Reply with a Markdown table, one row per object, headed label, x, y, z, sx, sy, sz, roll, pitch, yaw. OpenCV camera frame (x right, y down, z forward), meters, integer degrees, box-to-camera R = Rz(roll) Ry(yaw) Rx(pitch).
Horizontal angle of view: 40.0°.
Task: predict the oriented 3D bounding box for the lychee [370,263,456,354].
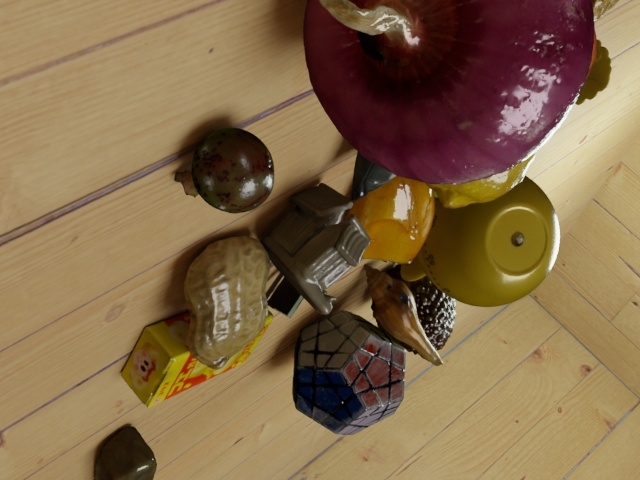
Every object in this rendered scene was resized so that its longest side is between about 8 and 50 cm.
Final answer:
| label | x | y | z | sx | sy | sz | roll | pitch | yaw |
| --- | --- | --- | --- | --- | --- | --- | --- | --- | --- |
| lychee | 0.255 | 0.183 | 2.362 | 0.236 | 0.271 | 0.235 | -14 | 136 | -14 |

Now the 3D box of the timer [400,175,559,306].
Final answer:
| label | x | y | z | sx | sy | sz | roll | pitch | yaw |
| --- | --- | --- | --- | --- | --- | --- | --- | --- | --- |
| timer | 0.383 | -0.016 | 2.124 | 0.376 | 0.376 | 0.387 | -41 | -163 | -10 |

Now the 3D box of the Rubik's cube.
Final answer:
| label | x | y | z | sx | sy | sz | roll | pitch | yaw |
| --- | --- | --- | --- | --- | --- | --- | --- | --- | --- |
| Rubik's cube | 0.067 | 0.332 | 2.204 | 0.319 | 0.319 | 0.264 | -56 | 172 | 31 |

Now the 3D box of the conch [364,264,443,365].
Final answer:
| label | x | y | z | sx | sy | sz | roll | pitch | yaw |
| --- | --- | --- | --- | --- | --- | --- | --- | --- | --- |
| conch | 0.210 | 0.189 | 2.197 | 0.109 | 0.330 | 0.093 | -43 | -174 | -34 |

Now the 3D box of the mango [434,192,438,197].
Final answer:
| label | x | y | z | sx | sy | sz | roll | pitch | yaw |
| --- | --- | --- | --- | --- | --- | --- | --- | --- | --- |
| mango | 0.322 | -0.181 | 1.879 | 0.273 | 0.149 | 0.185 | -30 | 163 | -7 |

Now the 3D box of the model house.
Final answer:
| label | x | y | z | sx | sy | sz | roll | pitch | yaw |
| --- | --- | --- | --- | --- | --- | --- | --- | --- | --- |
| model house | -0.008 | 0.001 | 1.548 | 0.188 | 0.229 | 0.122 | -50 | 132 | 2 |

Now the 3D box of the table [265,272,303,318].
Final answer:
| label | x | y | z | sx | sy | sz | roll | pitch | yaw |
| --- | --- | --- | --- | --- | --- | --- | --- | --- | --- |
| table | -0.048 | 0.078 | 1.759 | 0.146 | 0.062 | 0.175 | -56 | 160 | -3 |

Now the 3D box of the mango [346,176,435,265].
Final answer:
| label | x | y | z | sx | sy | sz | roll | pitch | yaw |
| --- | --- | --- | --- | --- | --- | --- | --- | --- | --- |
| mango | 0.147 | -0.074 | 1.769 | 0.187 | 0.138 | 0.257 | -4 | 139 | -18 |

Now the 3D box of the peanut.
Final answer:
| label | x | y | z | sx | sy | sz | roll | pitch | yaw |
| --- | --- | --- | --- | --- | --- | --- | --- | --- | --- |
| peanut | -0.161 | 0.107 | 1.500 | 0.197 | 0.110 | 0.233 | -25 | 120 | -56 |

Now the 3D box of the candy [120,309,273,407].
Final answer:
| label | x | y | z | sx | sy | sz | roll | pitch | yaw |
| --- | --- | --- | --- | --- | --- | --- | --- | --- | --- |
| candy | -0.226 | 0.197 | 1.647 | 0.276 | 0.088 | 0.146 | -21 | 151 | -50 |

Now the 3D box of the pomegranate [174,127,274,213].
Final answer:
| label | x | y | z | sx | sy | sz | roll | pitch | yaw |
| --- | --- | --- | --- | --- | --- | --- | --- | --- | --- |
| pomegranate | -0.124 | -0.090 | 1.208 | 0.130 | 0.130 | 0.130 | -38 | 160 | -17 |

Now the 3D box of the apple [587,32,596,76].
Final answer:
| label | x | y | z | sx | sy | sz | roll | pitch | yaw |
| --- | --- | --- | --- | --- | --- | --- | --- | --- | --- |
| apple | 0.439 | -0.361 | 1.706 | 0.209 | 0.164 | 0.209 | -33 | 153 | -19 |

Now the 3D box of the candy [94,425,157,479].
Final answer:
| label | x | y | z | sx | sy | sz | roll | pitch | yaw |
| --- | --- | --- | --- | --- | --- | --- | --- | --- | --- |
| candy | -0.413 | 0.488 | 1.856 | 0.102 | 0.104 | 0.234 | -27 | 155 | -29 |

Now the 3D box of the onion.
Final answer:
| label | x | y | z | sx | sy | sz | roll | pitch | yaw |
| --- | --- | --- | --- | --- | --- | --- | --- | --- | --- |
| onion | 0.133 | -0.232 | 1.055 | 0.345 | 0.358 | 0.358 | -42 | 163 | -36 |

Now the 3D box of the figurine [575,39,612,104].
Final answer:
| label | x | y | z | sx | sy | sz | roll | pitch | yaw |
| --- | --- | --- | --- | --- | --- | --- | --- | --- | --- |
| figurine | 0.551 | -0.374 | 1.939 | 0.187 | 0.168 | 0.315 | -5 | -175 | 21 |

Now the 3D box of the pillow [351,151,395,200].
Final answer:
| label | x | y | z | sx | sy | sz | roll | pitch | yaw |
| --- | --- | --- | --- | --- | --- | --- | --- | --- | --- |
| pillow | 0.135 | -0.196 | 1.524 | 0.186 | 0.106 | 0.250 | -48 | 170 | -43 |

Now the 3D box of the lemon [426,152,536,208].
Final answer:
| label | x | y | z | sx | sy | sz | roll | pitch | yaw |
| --- | --- | --- | --- | --- | --- | --- | --- | --- | --- |
| lemon | 0.290 | -0.193 | 1.641 | 0.288 | 0.234 | 0.233 | -65 | 159 | 1 |

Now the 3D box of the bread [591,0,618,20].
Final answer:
| label | x | y | z | sx | sy | sz | roll | pitch | yaw |
| --- | --- | --- | --- | --- | --- | --- | --- | --- | --- |
| bread | 0.605 | -0.520 | 1.887 | 0.132 | 0.053 | 0.074 | -33 | 158 | -34 |
